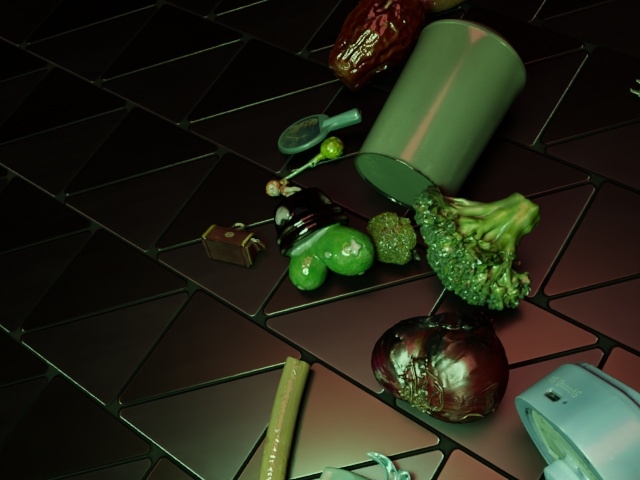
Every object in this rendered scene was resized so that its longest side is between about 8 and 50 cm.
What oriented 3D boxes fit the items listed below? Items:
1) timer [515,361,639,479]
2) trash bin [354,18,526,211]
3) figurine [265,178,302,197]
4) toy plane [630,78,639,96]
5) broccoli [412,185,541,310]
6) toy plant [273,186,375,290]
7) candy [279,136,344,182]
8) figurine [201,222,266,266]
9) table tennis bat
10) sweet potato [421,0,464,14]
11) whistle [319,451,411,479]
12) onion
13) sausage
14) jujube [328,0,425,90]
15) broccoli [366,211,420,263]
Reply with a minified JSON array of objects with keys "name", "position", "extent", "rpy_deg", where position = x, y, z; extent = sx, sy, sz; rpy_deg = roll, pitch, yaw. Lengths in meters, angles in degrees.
[{"name":"timer","position":[0.480,0.394,1.146],"extent":[0.173,0.395,0.395],"rpy_deg":[-35,62,-3]},{"name":"trash bin","position":[0.288,-0.303,1.565],"extent":[0.280,0.280,0.432],"rpy_deg":[25,76,22]},{"name":"figurine","position":[-0.088,-0.128,1.682],"extent":[0.109,0.064,0.047],"rpy_deg":[12,43,33]},{"name":"toy plane","position":[0.794,-0.359,1.610],"extent":[0.080,0.033,0.083],"rpy_deg":[-11,70,6]},{"name":"broccoli","position":[0.340,-0.004,1.419],"extent":[0.245,0.288,0.248],"rpy_deg":[-34,34,-6]},{"name":"toy plant","position":[0.000,0.000,1.535],"extent":[0.218,0.175,0.235],"rpy_deg":[-34,75,27]},{"name":"candy","position":[-0.025,-0.201,1.713],"extent":[0.194,0.062,0.058],"rpy_deg":[-33,60,7]},{"name":"figurine","position":[-0.203,0.001,1.642],"extent":[0.154,0.082,0.098],"rpy_deg":[10,48,17]},{"name":"table tennis bat","position":[-0.004,-0.287,1.712],"extent":[0.237,0.038,0.149],"rpy_deg":[-15,36,22]},{"name":"sweet potato","position":[0.275,-0.658,1.849],"extent":[0.314,0.066,0.072],"rpy_deg":[-9,95,8]},{"name":"whistle","position":[0.121,0.523,1.303],"extent":[0.274,0.093,0.186],"rpy_deg":[19,71,24]},{"name":"onion","position":[0.238,0.250,1.342],"extent":[0.281,0.221,0.281],"rpy_deg":[-10,34,7]},{"name":"sausage","position":[-0.080,0.401,1.422],"extent":[0.066,0.066,0.301],"rpy_deg":[6,64,15]},{"name":"jujube","position":[0.148,-0.533,1.751],"extent":[0.290,0.197,0.197],"rpy_deg":[-47,63,5]},{"name":"broccoli","position":[0.168,-0.004,1.536],"extent":[0.131,0.120,0.130],"rpy_deg":[-21,92,41]}]
